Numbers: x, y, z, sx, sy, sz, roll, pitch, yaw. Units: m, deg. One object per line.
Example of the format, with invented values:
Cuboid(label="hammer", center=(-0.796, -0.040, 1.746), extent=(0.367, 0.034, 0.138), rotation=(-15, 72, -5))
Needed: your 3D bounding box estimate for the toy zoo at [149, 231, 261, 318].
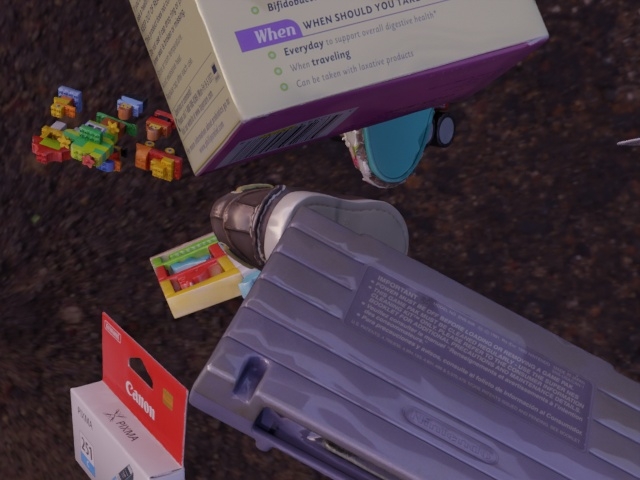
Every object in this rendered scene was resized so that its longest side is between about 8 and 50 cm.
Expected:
Cuboid(label="toy zoo", center=(-0.120, 0.028, 1.459), extent=(0.192, 0.293, 0.030), rotation=(-23, 105, -8))

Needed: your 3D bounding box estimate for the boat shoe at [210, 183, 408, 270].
Cuboid(label="boat shoe", center=(0.000, 0.000, 1.203), extent=(0.096, 0.324, 0.117), rotation=(14, 91, 27))

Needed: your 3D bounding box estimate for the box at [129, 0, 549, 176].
Cuboid(label="box", center=(-0.012, -0.192, 0.699), extent=(0.213, 0.117, 0.243), rotation=(-19, 85, -23))

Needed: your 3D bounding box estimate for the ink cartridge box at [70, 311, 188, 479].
Cuboid(label="ink cartridge box", center=(-0.296, 0.286, 1.688), extent=(0.066, 0.296, 0.261), rotation=(-12, 116, -32))

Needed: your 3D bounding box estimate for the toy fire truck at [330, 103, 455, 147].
Cuboid(label="toy fire truck", center=(0.136, -0.269, 1.717), extent=(0.217, 0.158, 0.246), rotation=(-7, 105, -51))

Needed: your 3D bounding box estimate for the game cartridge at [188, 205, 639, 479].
Cuboid(label="game cartridge", center=(0.100, 0.124, 0.848), extent=(0.355, 0.068, 0.230), rotation=(28, 33, 0))

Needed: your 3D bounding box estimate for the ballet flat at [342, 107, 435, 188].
Cuboid(label="ballet flat", center=(0.049, -0.162, 0.865), extent=(0.091, 0.077, 0.241), rotation=(2, 95, -33))

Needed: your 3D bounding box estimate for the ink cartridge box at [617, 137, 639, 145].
Cuboid(label="ink cartridge box", center=(0.367, -0.063, 0.950), extent=(0.115, 0.198, 0.067), rotation=(-3, 91, -39))

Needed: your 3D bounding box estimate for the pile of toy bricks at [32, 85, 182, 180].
Cuboid(label="pile of toy bricks", center=(-0.298, -0.133, 1.498), extent=(0.212, 0.118, 0.105), rotation=(18, 40, 12))
